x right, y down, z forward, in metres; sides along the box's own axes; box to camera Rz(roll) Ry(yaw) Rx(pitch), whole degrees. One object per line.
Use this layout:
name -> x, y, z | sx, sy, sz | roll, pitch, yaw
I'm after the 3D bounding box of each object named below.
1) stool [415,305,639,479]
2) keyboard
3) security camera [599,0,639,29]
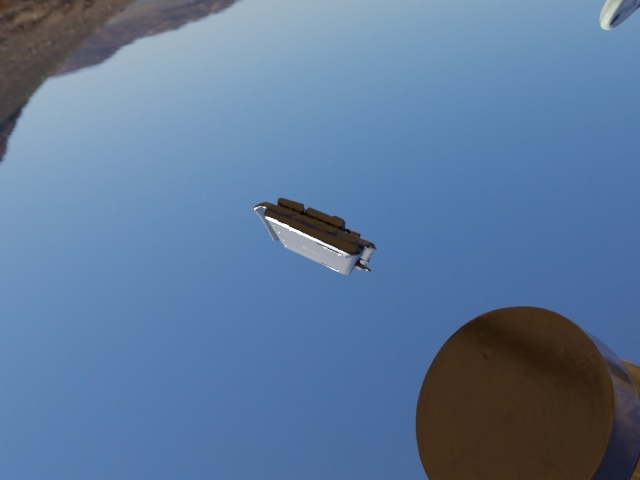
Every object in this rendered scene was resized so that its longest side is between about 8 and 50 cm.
stool -> 0.231, 0.181, 0.750 | 0.179, 0.179, 0.264 | 7, 163, 47
keyboard -> 0.000, 0.000, 0.678 | 0.094, 0.025, 0.230 | 22, 175, 2
security camera -> 0.459, -0.423, 1.150 | 0.080, 0.301, 0.157 | 43, -130, 17
